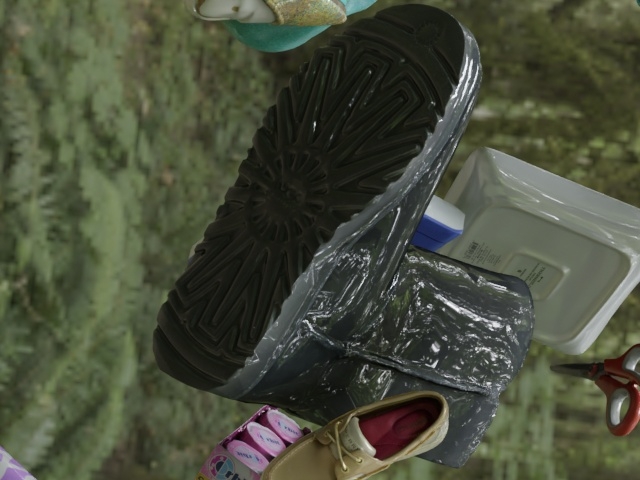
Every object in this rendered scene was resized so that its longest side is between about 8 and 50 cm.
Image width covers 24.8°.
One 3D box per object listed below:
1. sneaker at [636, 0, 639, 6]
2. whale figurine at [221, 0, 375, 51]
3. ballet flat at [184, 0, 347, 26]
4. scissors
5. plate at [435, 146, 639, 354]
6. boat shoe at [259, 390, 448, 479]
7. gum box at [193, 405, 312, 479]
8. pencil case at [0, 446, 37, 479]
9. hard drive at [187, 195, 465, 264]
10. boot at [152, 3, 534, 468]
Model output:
[{"bbox_3d":[0.501,-0.409,2.140,0.275,0.110,0.107,43,26,-66],"label":"sneaker"},{"bbox_3d":[-0.027,-0.324,1.991,0.272,0.216,0.141,17,-56,47],"label":"whale figurine"},{"bbox_3d":[-0.123,-0.287,1.434,0.123,0.348,0.123,-31,-140,30],"label":"ballet flat"},{"bbox_3d":[0.341,0.150,1.730,0.109,0.021,0.297,-64,-170,6],"label":"scissors"},{"bbox_3d":[0.264,0.031,1.825,0.277,0.278,0.045,119,-9,-46],"label":"plate"},{"bbox_3d":[0.029,0.164,1.180,0.063,0.170,0.059,58,-18,21],"label":"boat shoe"},{"bbox_3d":[-0.081,0.250,1.553,0.107,0.062,0.188,-58,171,15],"label":"gum box"},{"bbox_3d":[-0.302,0.195,1.244,0.088,0.206,0.086,-37,159,-31],"label":"pencil case"},{"bbox_3d":[0.000,0.000,1.821,0.319,0.210,0.040,-37,-146,48],"label":"hard drive"},{"bbox_3d":[0.095,0.022,1.307,0.367,0.146,0.445,-52,143,9],"label":"boot"}]
